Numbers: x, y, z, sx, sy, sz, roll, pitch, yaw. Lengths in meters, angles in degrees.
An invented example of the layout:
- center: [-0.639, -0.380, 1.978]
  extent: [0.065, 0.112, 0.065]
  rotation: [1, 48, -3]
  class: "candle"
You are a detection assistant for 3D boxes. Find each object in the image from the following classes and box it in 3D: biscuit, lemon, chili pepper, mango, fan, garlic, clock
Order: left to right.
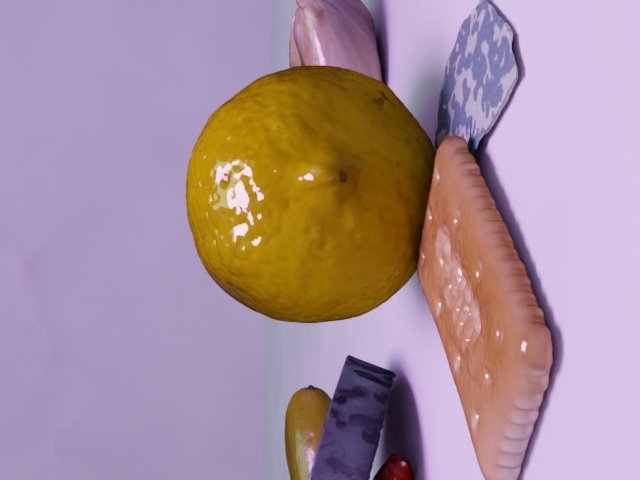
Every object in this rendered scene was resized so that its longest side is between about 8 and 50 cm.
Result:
- center: [-0.007, -0.042, 0.955]
  extent: [0.267, 0.267, 0.267]
  rotation: [180, 90, -83]
  class: "lemon"
- center: [-0.004, 0.341, 1.544]
  extent: [0.137, 0.091, 0.238]
  rotation: [91, 169, -56]
  class: "mango"
- center: [0.015, 0.282, 1.109]
  extent: [0.312, 0.061, 0.313]
  rotation: [15, -90, -85]
  class: "clock"
- center: [0.024, -0.225, 1.270]
  extent: [0.228, 0.110, 0.217]
  rotation: [81, 173, -63]
  class: "garlic"
- center: [0.070, 0.292, 1.070]
  extent: [0.088, 0.064, 0.169]
  rotation: [-105, 20, -60]
  class: "chili pepper"
- center: [0.124, -0.125, 0.827]
  extent: [0.240, 0.009, 0.131]
  rotation: [139, 131, -81]
  class: "fan"
- center: [0.116, 0.048, 0.769]
  extent: [0.250, 0.030, 0.160]
  rotation: [-102, 13, -49]
  class: "biscuit"
